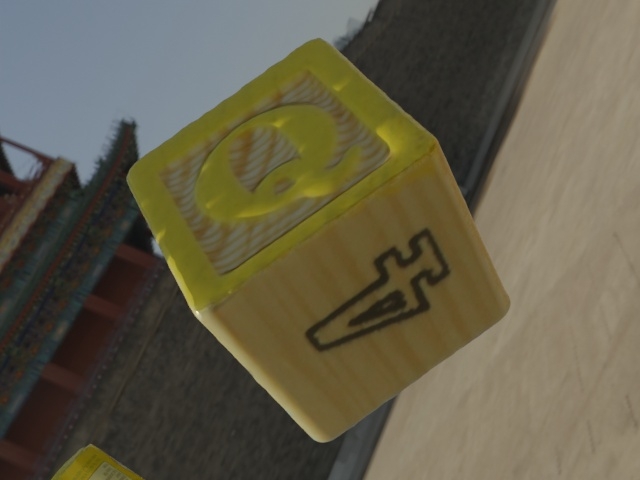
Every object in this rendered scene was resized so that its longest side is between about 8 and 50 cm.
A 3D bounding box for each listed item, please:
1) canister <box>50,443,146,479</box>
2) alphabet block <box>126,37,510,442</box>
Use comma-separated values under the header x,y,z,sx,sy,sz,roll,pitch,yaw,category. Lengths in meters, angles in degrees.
x,y,z,sx,sy,sz,roll,pitch,yaw,category
-0.074,0.190,0.391,0.126,0.170,0.073,-56,0,5,canister
0.000,0.000,0.649,0.193,0.192,0.197,-37,-47,-3,alphabet block
